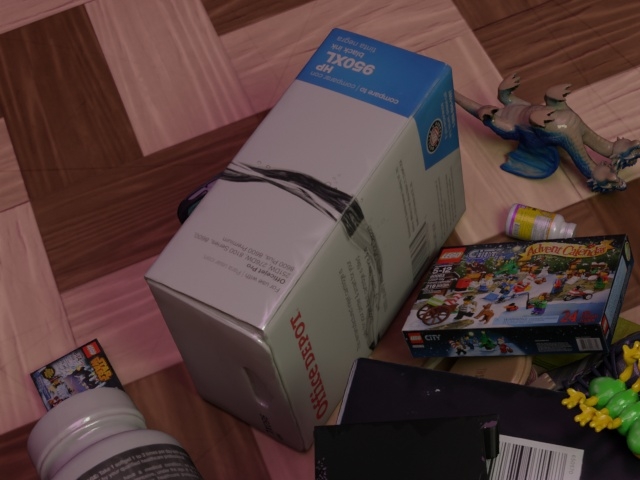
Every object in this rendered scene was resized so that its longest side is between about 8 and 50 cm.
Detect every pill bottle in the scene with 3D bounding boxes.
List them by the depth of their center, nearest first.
[{"bbox_3d":[-0.192,0.315,1.330,0.176,0.176,0.318,-30,57,-11],"label":"pill bottle"},{"bbox_3d":[0.275,-0.016,1.560,0.083,0.043,0.043,16,60,18],"label":"pill bottle"}]

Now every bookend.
[{"bbox_3d":[0.076,0.232,1.027,0.157,0.072,0.156,-5,56,5],"label":"bookend"}]

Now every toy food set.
[{"bbox_3d":[0.195,0.160,1.415,0.132,0.038,0.192,-42,26,7],"label":"toy food set"}]

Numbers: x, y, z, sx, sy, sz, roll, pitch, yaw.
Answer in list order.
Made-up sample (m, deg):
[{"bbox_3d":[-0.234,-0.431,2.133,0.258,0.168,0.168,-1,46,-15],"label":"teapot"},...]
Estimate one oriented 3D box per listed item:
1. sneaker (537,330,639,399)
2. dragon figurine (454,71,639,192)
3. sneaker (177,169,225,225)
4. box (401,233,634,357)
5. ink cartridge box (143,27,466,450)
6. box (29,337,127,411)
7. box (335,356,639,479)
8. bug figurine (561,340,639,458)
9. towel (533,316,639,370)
[{"bbox_3d":[0.317,0.155,1.370,0.300,0.121,0.111,-26,65,4],"label":"sneaker"},{"bbox_3d":[0.274,-0.136,1.615,0.289,0.144,0.085,12,59,39],"label":"dragon figurine"},{"bbox_3d":[-0.092,-0.080,1.656,0.224,0.083,0.098,-24,35,-12],"label":"sneaker"},{"bbox_3d":[0.226,0.063,1.427,0.233,0.044,0.159,-5,36,29],"label":"box"},{"bbox_3d":[0.000,0.000,1.446,0.166,0.285,0.395,23,62,24],"label":"ink cartridge box"},{"bbox_3d":[-0.283,0.195,1.516,0.094,0.027,0.137,-29,56,-11],"label":"box"},{"bbox_3d":[0.190,0.285,1.208,0.343,0.312,0.179,9,57,14],"label":"box"},{"bbox_3d":[0.344,0.153,1.042,0.279,0.072,0.216,-32,51,-9],"label":"bug figurine"},{"bbox_3d":[0.267,0.100,1.497,0.237,0.021,0.102,23,63,22],"label":"towel"}]
